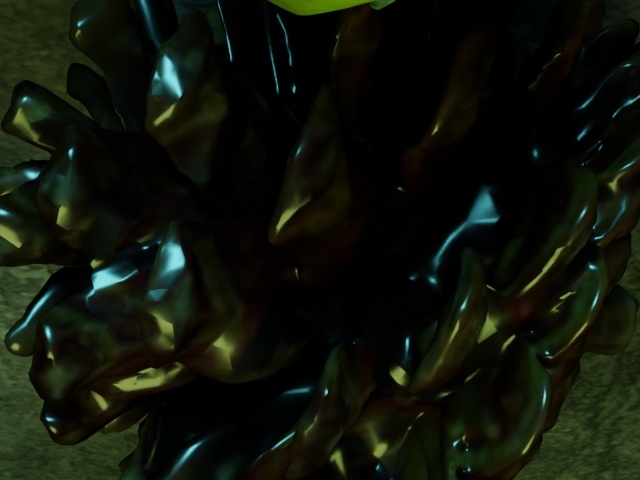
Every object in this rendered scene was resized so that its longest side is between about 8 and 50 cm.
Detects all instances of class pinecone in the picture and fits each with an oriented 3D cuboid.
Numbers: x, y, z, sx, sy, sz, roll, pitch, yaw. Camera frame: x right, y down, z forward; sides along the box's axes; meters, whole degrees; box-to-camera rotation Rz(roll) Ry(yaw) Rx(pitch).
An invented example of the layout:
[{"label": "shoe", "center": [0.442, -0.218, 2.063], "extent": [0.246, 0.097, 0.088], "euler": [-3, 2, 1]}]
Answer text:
[{"label": "pinecone", "center": [0.000, 0.000, 0.928], "extent": [0.397, 0.398, 0.398], "euler": [1, 152, 1]}]

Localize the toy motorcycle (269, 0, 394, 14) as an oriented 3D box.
[{"label": "toy motorcycle", "center": [0.055, -0.226, 0.546], "extent": [0.200, 0.326, 0.191], "euler": [-16, 147, 25]}]
